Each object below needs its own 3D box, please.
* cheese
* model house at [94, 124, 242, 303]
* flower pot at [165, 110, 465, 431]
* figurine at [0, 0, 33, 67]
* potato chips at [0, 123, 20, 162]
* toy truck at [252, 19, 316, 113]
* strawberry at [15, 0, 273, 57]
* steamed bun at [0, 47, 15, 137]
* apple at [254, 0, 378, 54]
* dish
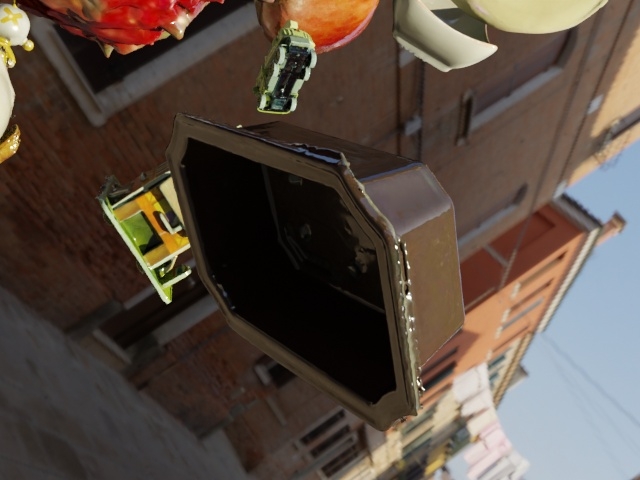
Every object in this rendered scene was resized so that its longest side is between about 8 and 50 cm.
[{"bbox_3d":[0.276,-0.389,0.988,0.233,0.266,0.127,16,39,-24],"label":"cheese"},{"bbox_3d":[-0.245,-0.082,1.577,0.242,0.313,0.358,62,-4,-15],"label":"model house"},{"bbox_3d":[0.000,0.000,0.523,0.251,0.084,0.179,24,-48,49],"label":"flower pot"},{"bbox_3d":[-0.587,-0.370,1.442,0.101,0.143,0.068,45,-21,-21],"label":"figurine"},{"bbox_3d":[-0.455,-0.083,0.948,0.026,0.204,0.037,42,-27,50],"label":"potato chips"},{"bbox_3d":[-0.068,-0.316,1.427,0.169,0.077,0.100,121,-37,-50],"label":"toy truck"},{"bbox_3d":[-0.167,-0.211,0.443,0.233,0.138,0.306,-7,-22,36],"label":"strawberry"},{"bbox_3d":[-0.597,-0.191,1.049,0.309,0.309,0.309,54,-9,13],"label":"steamed bun"},{"bbox_3d":[0.005,-0.445,1.513,0.293,0.251,0.163,-131,-154,-74],"label":"apple"},{"bbox_3d":[0.159,-0.307,1.093,0.151,0.077,0.212,32,29,-11],"label":"dish"}]
